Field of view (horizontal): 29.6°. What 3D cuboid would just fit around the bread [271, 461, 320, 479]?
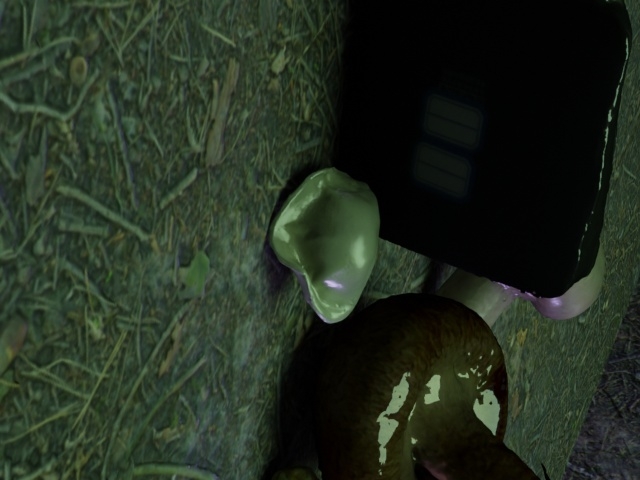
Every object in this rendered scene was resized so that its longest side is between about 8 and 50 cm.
[{"bbox_3d":[-0.009,0.413,1.642,0.084,0.077,0.367,-62,154,-30],"label":"bread"}]

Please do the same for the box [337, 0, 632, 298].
[{"bbox_3d":[0.176,-0.138,1.380,0.091,0.359,0.350,-20,124,-48],"label":"box"}]

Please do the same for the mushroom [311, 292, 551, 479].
[{"bbox_3d":[0.147,0.240,1.553,0.331,0.356,0.334,15,88,-30],"label":"mushroom"}]

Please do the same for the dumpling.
[{"bbox_3d":[0.000,0.002,1.399,0.134,0.100,0.169,16,99,-38],"label":"dumpling"}]

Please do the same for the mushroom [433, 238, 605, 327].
[{"bbox_3d":[0.283,0.031,1.905,0.290,0.292,0.292,-42,152,-2],"label":"mushroom"}]
